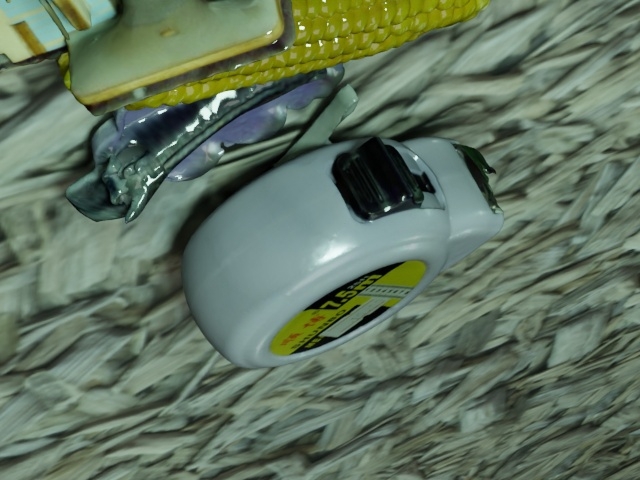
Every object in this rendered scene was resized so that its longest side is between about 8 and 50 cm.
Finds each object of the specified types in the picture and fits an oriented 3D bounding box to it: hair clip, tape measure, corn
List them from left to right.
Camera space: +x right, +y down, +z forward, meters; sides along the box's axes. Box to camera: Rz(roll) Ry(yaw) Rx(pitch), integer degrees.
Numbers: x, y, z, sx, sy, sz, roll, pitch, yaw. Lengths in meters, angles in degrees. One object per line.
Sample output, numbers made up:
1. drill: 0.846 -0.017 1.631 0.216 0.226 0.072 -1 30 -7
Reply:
1. hair clip: -0.055 -0.070 0.955 0.195 0.052 0.124 -33 161 0
2. corn: -0.026 -0.122 0.829 0.262 0.097 0.097 -13 152 -32
3. tape measure: 0.000 -0.002 1.088 0.196 0.105 0.178 -35 162 20

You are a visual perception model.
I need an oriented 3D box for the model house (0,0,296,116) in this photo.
1. model house: -0.089 -0.169 0.553 0.271 0.178 0.206 -15 143 10
